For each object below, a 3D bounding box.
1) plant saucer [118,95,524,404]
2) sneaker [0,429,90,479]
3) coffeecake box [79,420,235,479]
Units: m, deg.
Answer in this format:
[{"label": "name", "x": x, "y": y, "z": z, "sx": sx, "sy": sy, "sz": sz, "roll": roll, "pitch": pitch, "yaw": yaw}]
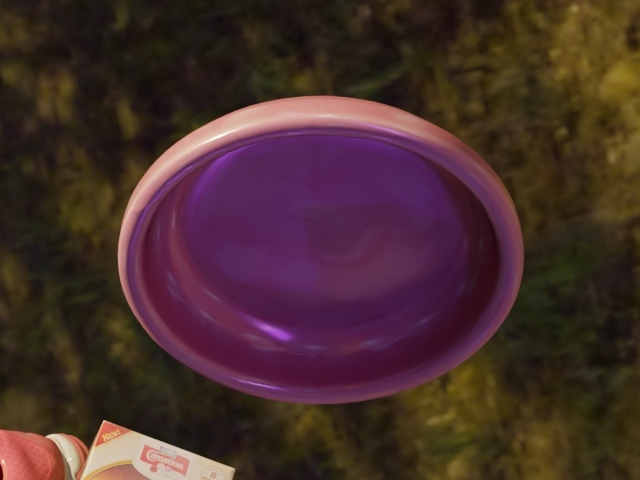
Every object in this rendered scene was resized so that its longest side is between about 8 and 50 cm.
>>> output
[{"label": "plant saucer", "x": 0.000, "y": 0.000, "z": 1.555, "sx": 0.084, "sy": 0.332, "sz": 0.332, "roll": -91, "pitch": 9, "yaw": -46}, {"label": "sneaker", "x": -0.318, "y": 0.339, "z": 1.934, "sx": 0.116, "sy": 0.136, "sz": 0.313, "roll": -32, "pitch": 50, "yaw": 39}, {"label": "coffeecake box", "x": -0.180, "y": 0.290, "z": 1.828, "sx": 0.068, "sy": 0.142, "sz": 0.185, "roll": 122, "pitch": 167, "yaw": -58}]
